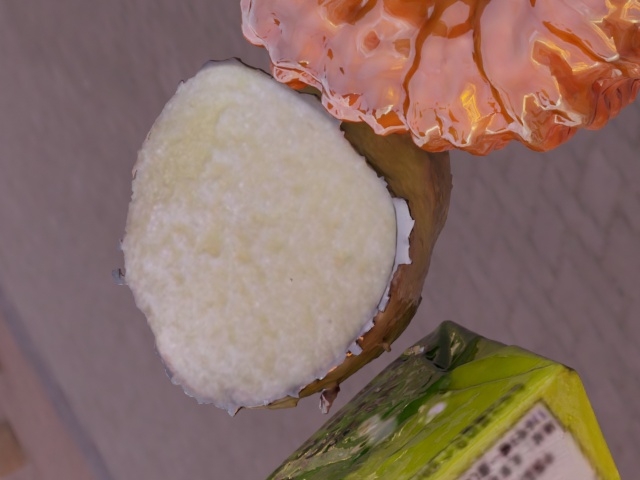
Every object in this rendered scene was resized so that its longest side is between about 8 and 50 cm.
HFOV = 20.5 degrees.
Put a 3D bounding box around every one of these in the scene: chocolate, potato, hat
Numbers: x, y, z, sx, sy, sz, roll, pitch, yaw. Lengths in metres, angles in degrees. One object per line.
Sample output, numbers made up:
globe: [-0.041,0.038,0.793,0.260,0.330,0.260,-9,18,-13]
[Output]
chocolate: [0.085,0.223,1.538,0.137,0.301,0.289,51,170,-13]
potato: [0.000,0.000,1.565,0.301,0.289,0.237,53,-164,21]
hat: [0.138,-0.185,0.916,0.285,0.400,0.285,3,96,30]
